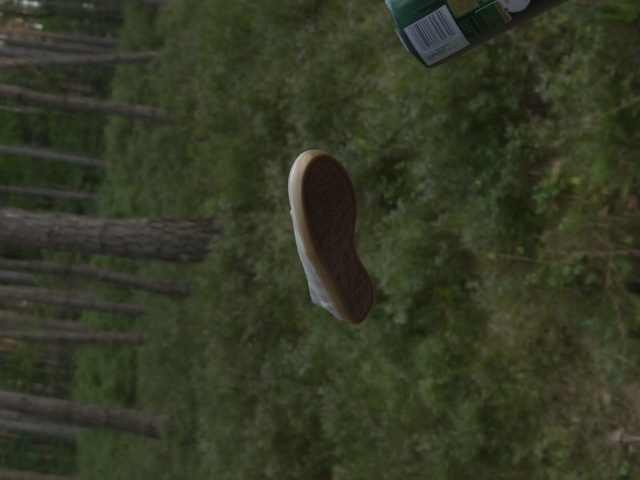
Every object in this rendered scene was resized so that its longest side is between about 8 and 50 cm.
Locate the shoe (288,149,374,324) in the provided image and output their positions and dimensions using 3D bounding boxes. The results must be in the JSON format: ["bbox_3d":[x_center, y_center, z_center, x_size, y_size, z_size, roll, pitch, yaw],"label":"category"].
[{"bbox_3d":[0.000,0.000,0.949,0.076,0.058,0.219,-48,-39,-30],"label":"shoe"}]

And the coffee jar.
[{"bbox_3d":[0.142,-0.203,0.711,0.079,0.184,0.096,54,-151,-27],"label":"coffee jar"}]
